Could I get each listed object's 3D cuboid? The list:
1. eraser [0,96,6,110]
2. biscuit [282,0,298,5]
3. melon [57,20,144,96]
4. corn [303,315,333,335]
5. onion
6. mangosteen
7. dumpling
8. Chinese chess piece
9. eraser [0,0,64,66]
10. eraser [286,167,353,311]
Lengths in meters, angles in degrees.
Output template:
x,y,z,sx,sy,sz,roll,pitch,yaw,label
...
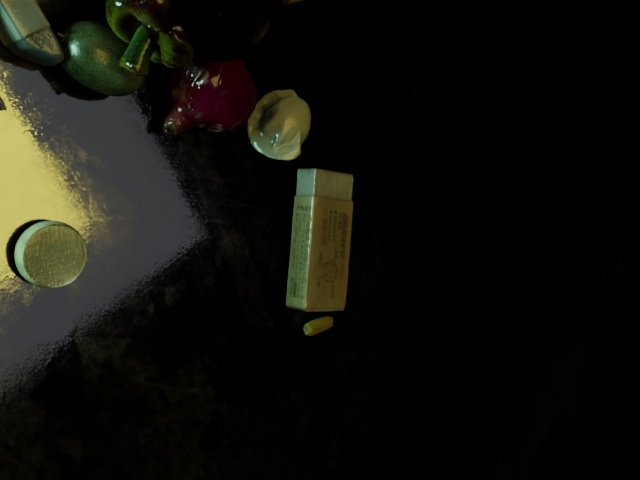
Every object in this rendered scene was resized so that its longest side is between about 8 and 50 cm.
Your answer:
x,y,z,sx,sy,sz,roll,pitch,yaw,label
-0.610,-0.306,0.958,0.130,0.086,0.287,-37,118,-36,eraser
-0.061,-0.625,1.407,0.064,0.034,0.199,-34,141,-38,biscuit
-0.395,-0.325,1.139,0.167,0.114,0.114,25,77,-45,melon
-0.005,0.215,1.610,0.092,0.037,0.037,-15,104,-39,corn
-0.235,-0.291,1.287,0.218,0.139,0.195,-50,131,-23,onion
-0.224,-0.446,1.093,0.313,0.296,0.297,-37,120,-55,mangosteen
-0.091,-0.270,1.450,0.150,0.092,0.177,14,90,-29,dumpling
-0.481,0.025,1.138,0.122,0.051,0.122,-8,102,-41,Chinese chess piece
-0.534,-0.437,1.013,0.061,0.089,0.352,-44,121,-35,eraser
0.000,0.000,1.565,0.144,0.078,0.344,5,90,-44,eraser
